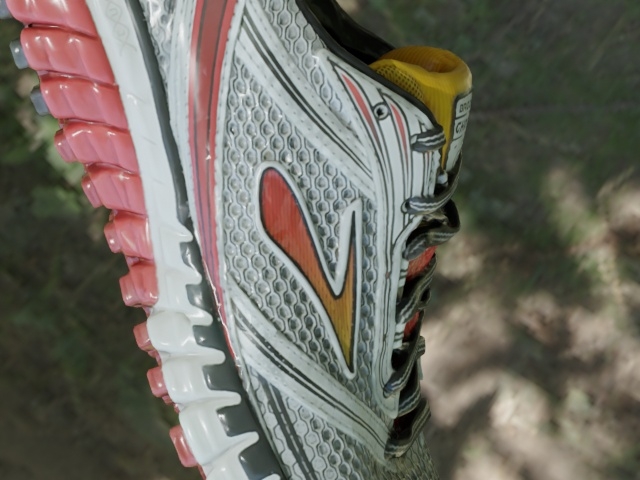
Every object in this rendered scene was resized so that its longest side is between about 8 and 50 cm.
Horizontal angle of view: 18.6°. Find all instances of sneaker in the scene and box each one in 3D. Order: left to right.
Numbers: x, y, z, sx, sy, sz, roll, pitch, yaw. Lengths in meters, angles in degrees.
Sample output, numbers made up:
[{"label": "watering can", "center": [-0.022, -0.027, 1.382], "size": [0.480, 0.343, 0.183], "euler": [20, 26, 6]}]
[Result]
[{"label": "sneaker", "center": [0.000, 0.000, 0.461], "size": [0.093, 0.088, 0.225], "euler": [-20, 102, 7]}]
